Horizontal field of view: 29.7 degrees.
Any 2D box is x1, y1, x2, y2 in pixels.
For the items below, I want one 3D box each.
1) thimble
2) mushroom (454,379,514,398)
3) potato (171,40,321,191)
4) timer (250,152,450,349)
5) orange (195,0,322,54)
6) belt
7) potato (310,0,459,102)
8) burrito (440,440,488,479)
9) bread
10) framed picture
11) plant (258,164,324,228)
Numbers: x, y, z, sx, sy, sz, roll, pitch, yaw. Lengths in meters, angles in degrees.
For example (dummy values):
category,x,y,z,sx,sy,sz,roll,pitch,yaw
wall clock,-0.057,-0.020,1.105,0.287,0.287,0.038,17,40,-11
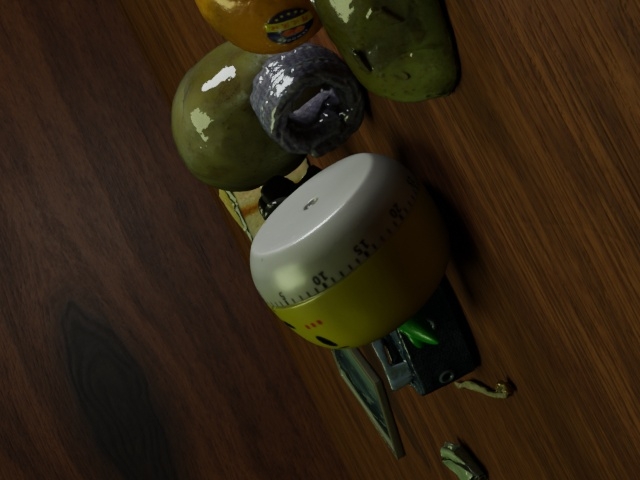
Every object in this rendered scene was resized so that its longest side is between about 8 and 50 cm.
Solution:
category,x,y,z,sx,sy,sz,roll,pitch,yaw
thimble,-0.018,-0.198,1.702,0.098,0.150,0.150,53,165,46
mushroom,0.239,0.220,1.788,0.286,0.026,0.028,135,125,-81
potato,-0.118,-0.200,1.921,0.326,0.243,0.221,118,134,-78
timer,0.069,0.048,1.614,0.285,0.285,0.285,61,169,20
orange,-0.075,-0.347,1.546,0.219,0.193,0.219,-13,-90,-89
belt,0.131,0.124,1.776,0.122,0.128,0.218,-143,30,-81
potato,0.054,-0.258,1.319,0.160,0.111,0.271,-131,19,-62
burrito,0.245,0.389,2.086,0.118,0.044,0.074,49,165,47
bread,-0.093,-0.073,2.356,0.163,0.168,0.264,63,173,3
framed picture,0.088,0.314,2.756,0.335,0.022,0.247,52,163,52
plant,0.013,0.011,1.923,0.188,0.199,0.276,-128,17,-68
